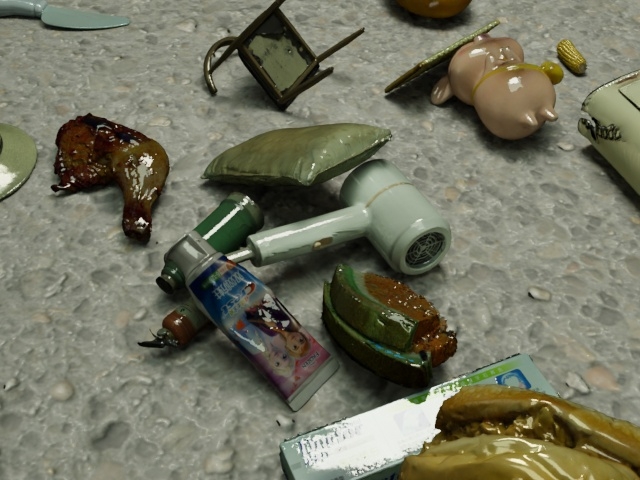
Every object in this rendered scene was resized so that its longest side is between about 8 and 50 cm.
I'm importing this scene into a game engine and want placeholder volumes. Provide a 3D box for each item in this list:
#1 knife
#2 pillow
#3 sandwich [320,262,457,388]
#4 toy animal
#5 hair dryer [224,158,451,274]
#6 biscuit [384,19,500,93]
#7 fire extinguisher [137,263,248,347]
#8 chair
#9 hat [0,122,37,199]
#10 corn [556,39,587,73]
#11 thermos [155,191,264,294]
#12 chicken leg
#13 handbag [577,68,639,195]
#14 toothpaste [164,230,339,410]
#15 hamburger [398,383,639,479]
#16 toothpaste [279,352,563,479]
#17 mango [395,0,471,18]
[{"bbox_3d":[-0.577,-0.488,1.741,0.331,0.044,0.080,13,45,9],"label":"knife"},{"bbox_3d":[-0.043,-0.134,1.270,0.185,0.075,0.302,-32,24,-32],"label":"pillow"},{"bbox_3d":[0.092,0.103,1.050,0.159,0.079,0.235,0,23,-12],"label":"sandwich"},{"bbox_3d":[0.325,-0.272,1.433,0.165,0.149,0.248,-10,37,-21],"label":"toy animal"},{"bbox_3d":[0.000,0.000,1.166,0.357,0.108,0.173,-17,44,-20],"label":"hair dryer"},{"bbox_3d":[0.229,-0.348,1.531,0.231,0.139,0.016,-34,94,-30],"label":"biscuit"},{"bbox_3d":[-0.170,0.097,1.116,0.062,0.050,0.177,20,45,38],"label":"fire extinguisher"},{"bbox_3d":[-0.079,-0.356,1.520,0.272,0.166,0.188,-22,26,44],"label":"chair"},{"bbox_3d":[-0.613,-0.169,1.338,0.257,0.130,0.257,0,43,0],"label":"hat"},{"bbox_3d":[0.498,-0.364,1.600,0.037,0.037,0.092,-11,44,-11],"label":"corn"},{"bbox_3d":[-0.166,0.013,1.195,0.073,0.083,0.188,8,41,40],"label":"thermos"},{"bbox_3d":[-0.342,-0.118,1.330,0.322,0.083,0.177,29,60,29],"label":"chicken leg"},{"bbox_3d":[0.602,-0.127,1.270,0.236,0.160,0.359,-16,45,-8],"label":"handbag"},{"bbox_3d":[-0.094,0.098,1.060,0.266,0.061,0.096,45,57,6],"label":"toothpaste"},{"bbox_3d":[0.210,0.274,0.756,0.318,0.319,0.158,16,45,16],"label":"hamburger"},{"bbox_3d":[0.120,0.231,0.963,0.336,0.067,0.081,-17,47,-16],"label":"toothpaste"},{"bbox_3d":[0.225,-0.567,1.745,0.175,0.139,0.254,-11,36,-28],"label":"mango"}]
